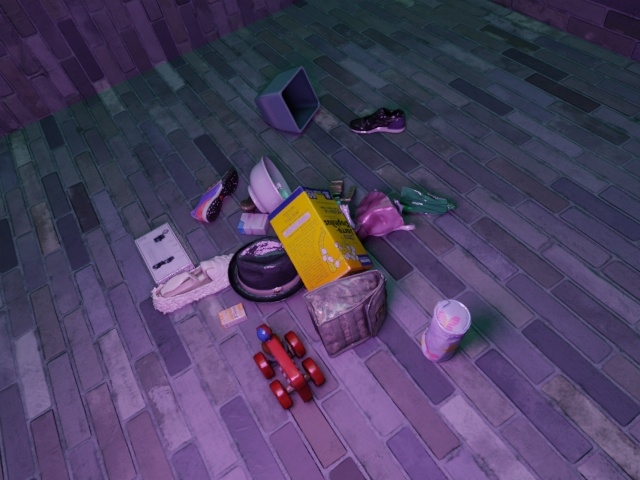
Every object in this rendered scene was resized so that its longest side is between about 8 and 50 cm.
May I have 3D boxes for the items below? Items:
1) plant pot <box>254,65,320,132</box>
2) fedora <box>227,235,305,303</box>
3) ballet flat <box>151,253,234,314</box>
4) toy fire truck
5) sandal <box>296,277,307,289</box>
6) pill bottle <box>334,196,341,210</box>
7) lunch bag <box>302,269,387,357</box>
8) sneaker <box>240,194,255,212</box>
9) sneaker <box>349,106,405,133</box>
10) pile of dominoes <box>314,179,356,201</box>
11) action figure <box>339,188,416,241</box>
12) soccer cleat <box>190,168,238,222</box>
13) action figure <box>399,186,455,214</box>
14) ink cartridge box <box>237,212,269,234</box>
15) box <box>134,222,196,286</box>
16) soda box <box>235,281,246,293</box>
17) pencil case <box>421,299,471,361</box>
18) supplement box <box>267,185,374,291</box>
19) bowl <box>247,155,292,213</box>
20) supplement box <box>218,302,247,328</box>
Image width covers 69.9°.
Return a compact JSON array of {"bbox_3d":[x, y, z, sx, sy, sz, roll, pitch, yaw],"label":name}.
[{"bbox_3d":[-0.197,-0.739,2.429,0.252,0.248,0.247,8,53,36],"label":"plant pot"},{"bbox_3d":[-0.203,0.080,1.768,0.334,0.152,0.334,-1,58,2],"label":"fedora"},{"bbox_3d":[-0.490,0.160,1.847,0.409,0.147,0.147,-30,53,-13],"label":"ballet flat"},{"bbox_3d":[-0.124,0.391,1.517,0.169,0.254,0.302,-31,53,-14],"label":"toy fire truck"},{"bbox_3d":[-0.085,0.161,1.833,0.179,0.040,0.067,26,66,11],"label":"sandal"},{"bbox_3d":[0.014,-0.145,2.015,0.152,0.086,0.086,-12,51,1],"label":"pill bottle"},{"bbox_3d":[0.113,0.245,1.596,0.287,0.235,0.169,-25,49,-9],"label":"lunch bag"},{"bbox_3d":[-0.311,-0.149,2.046,0.066,0.071,0.188,11,22,5],"label":"sneaker"},{"bbox_3d":[0.285,-0.618,2.306,0.283,0.124,0.107,0,52,11],"label":"sneaker"},{"bbox_3d":[0.050,-0.220,2.015,0.196,0.040,0.251,-2,19,11],"label":"pile of dominoes"},{"bbox_3d":[0.154,-0.040,1.887,0.370,0.248,0.275,-43,96,-9],"label":"action figure"},{"bbox_3d":[-0.497,-0.223,2.166,0.116,0.108,0.318,10,58,23],"label":"soccer cleat"},{"bbox_3d":[0.451,-0.155,1.934,0.232,0.137,0.063,11,42,9],"label":"action figure"},{"bbox_3d":[-0.294,-0.073,2.040,0.122,0.052,0.088,2,53,14],"label":"ink cartridge box"},{"bbox_3d":[-0.667,0.071,1.977,0.169,0.087,0.290,-33,53,-15],"label":"box"},{"bbox_3d":[-0.255,0.150,1.855,0.061,0.058,0.181,35,65,31],"label":"soda box"},{"bbox_3d":[0.401,0.296,1.484,0.114,0.273,0.124,-14,58,-8],"label":"pencil case"},{"bbox_3d":[0.000,0.000,1.700,0.195,0.194,0.356,-39,72,27],"label":"supplement box"},{"bbox_3d":[-0.225,-0.212,2.006,0.134,0.298,0.298,-29,51,9],"label":"bowl"},{"bbox_3d":[-0.339,0.292,1.774,0.098,0.036,0.062,-23,52,-8],"label":"supplement box"}]
